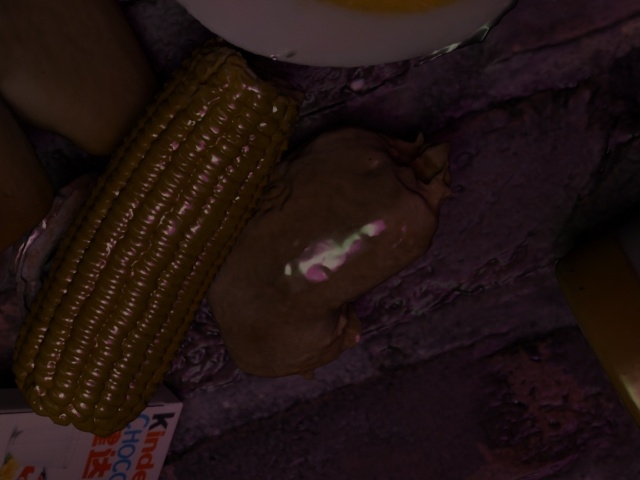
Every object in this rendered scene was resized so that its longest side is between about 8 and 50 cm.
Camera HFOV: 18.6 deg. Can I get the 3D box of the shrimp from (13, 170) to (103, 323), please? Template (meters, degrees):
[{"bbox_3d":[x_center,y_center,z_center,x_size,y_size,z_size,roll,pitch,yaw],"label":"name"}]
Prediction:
[{"bbox_3d":[-0.219,0.043,1.665,0.047,0.126,0.223,29,120,29],"label":"shrimp"}]

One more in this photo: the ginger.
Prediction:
[{"bbox_3d":[0.000,0.000,1.640,0.152,0.138,0.267,19,123,-37],"label":"ginger"}]

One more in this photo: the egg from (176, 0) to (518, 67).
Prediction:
[{"bbox_3d":[0.013,-0.302,1.480,0.337,0.201,0.337,-1,131,-1],"label":"egg"}]

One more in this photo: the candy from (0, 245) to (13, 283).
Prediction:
[{"bbox_3d":[-0.399,-0.016,1.606,0.289,0.157,0.214,-5,127,-7],"label":"candy"}]

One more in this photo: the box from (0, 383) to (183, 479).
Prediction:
[{"bbox_3d":[-0.271,0.251,1.705,0.265,0.048,0.273,0,118,-41],"label":"box"}]

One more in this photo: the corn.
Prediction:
[{"bbox_3d":[-0.133,-0.003,1.579,0.131,0.131,0.344,28,102,-13],"label":"corn"}]

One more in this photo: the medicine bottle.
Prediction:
[{"bbox_3d":[0.349,0.062,1.622,0.232,0.238,0.238,-32,110,9],"label":"medicine bottle"}]

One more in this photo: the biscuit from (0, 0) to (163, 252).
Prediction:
[{"bbox_3d":[-0.257,-0.161,1.533,0.062,0.237,0.290,-3,121,48],"label":"biscuit"}]
